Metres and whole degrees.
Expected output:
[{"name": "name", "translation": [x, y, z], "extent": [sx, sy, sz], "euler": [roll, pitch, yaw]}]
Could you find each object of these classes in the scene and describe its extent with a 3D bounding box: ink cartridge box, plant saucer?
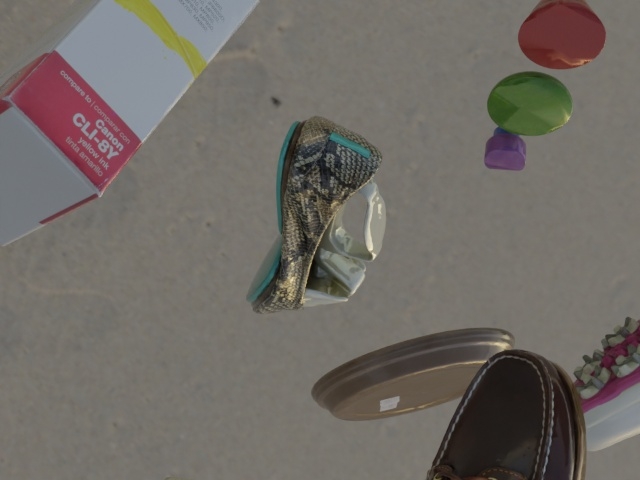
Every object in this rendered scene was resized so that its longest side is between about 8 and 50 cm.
[{"name": "ink cartridge box", "translation": [-0.287, -0.202, 1.562], "extent": [0.160, 0.279, 0.385], "euler": [46, 54, -19]}, {"name": "plant saucer", "translation": [0.125, 0.182, 1.624], "extent": [0.278, 0.041, 0.278], "euler": [-13, 161, -5]}]

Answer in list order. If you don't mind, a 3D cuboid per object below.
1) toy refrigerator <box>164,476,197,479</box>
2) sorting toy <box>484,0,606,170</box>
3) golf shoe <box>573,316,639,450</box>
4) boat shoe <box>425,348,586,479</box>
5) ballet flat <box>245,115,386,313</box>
[{"name": "toy refrigerator", "translation": [-0.004, 0.267, 1.044], "extent": [0.269, 0.094, 0.102], "euler": [8, 149, -3]}, {"name": "sorting toy", "translation": [0.325, -0.258, 1.867], "extent": [0.127, 0.126, 0.365], "euler": [12, 144, -3]}, {"name": "golf shoe", "translation": [0.298, 0.074, 0.794], "extent": [0.306, 0.140, 0.115], "euler": [-34, -174, 22]}, {"name": "boat shoe", "translation": [0.079, 0.149, 0.619], "extent": [0.073, 0.073, 0.207], "euler": [33, 65, -45]}, {"name": "ballet flat", "translation": [0.000, 0.000, 1.891], "extent": [0.483, 0.182, 0.164], "euler": [108, 4, -56]}]
